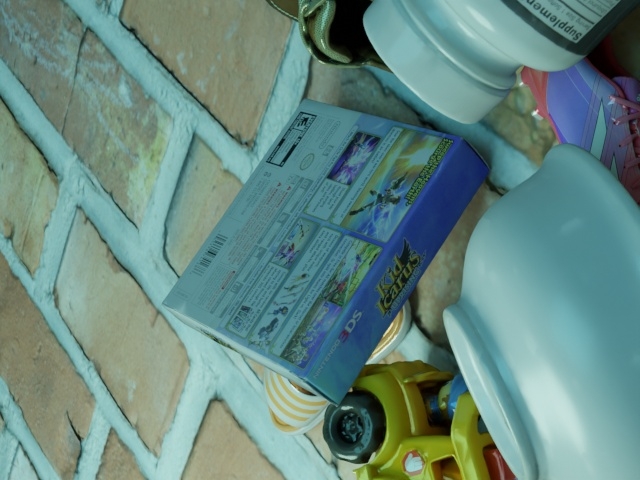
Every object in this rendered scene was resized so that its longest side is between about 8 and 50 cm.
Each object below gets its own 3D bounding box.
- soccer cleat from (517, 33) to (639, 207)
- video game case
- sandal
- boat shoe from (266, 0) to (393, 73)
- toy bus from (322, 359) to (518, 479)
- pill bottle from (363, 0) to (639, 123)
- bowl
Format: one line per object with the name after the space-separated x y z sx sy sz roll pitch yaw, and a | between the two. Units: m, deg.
0.242 -0.073 1.001 0.095 0.083 0.248 -44 56 38 | soccer cleat
0.000 0.000 1.213 0.244 0.061 0.269 21 73 50 | video game case
-0.007 0.119 1.321 0.265 0.076 0.102 -48 55 41 | sandal
0.033 -0.229 1.190 0.324 0.120 0.122 23 143 49 | boat shoe
0.129 0.196 1.115 0.211 0.149 0.220 -27 68 35 | toy bus
0.181 -0.241 0.939 0.318 0.176 0.176 -45 57 27 | pill bottle
0.179 0.087 0.914 0.298 0.134 0.298 157 90 -88 | bowl
